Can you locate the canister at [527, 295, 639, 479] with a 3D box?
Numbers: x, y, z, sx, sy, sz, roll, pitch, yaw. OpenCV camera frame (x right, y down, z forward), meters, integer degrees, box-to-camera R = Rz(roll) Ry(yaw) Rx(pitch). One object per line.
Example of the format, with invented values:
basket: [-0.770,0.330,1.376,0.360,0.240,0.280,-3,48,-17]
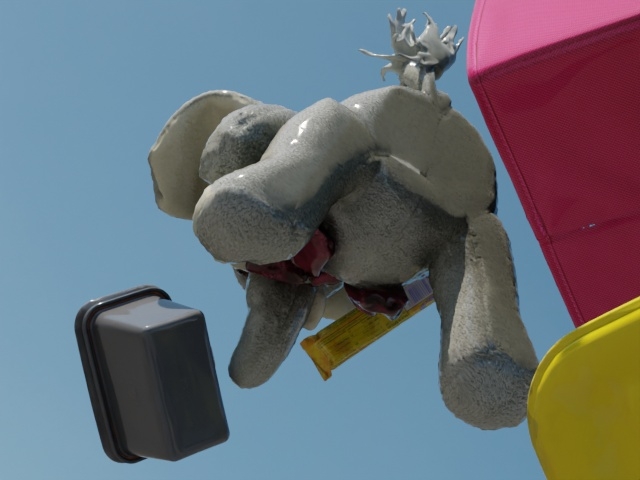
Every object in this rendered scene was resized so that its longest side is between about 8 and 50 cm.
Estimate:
canister: [0.140,0.028,0.368,0.126,0.170,0.073,-27,-98,28]

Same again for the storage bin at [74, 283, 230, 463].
storage bin: [-0.118,0.106,1.049,0.091,0.098,0.135,4,-72,56]

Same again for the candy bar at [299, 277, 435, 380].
candy bar: [0.055,0.060,1.134,0.040,0.161,0.018,59,15,13]

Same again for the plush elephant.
plush elephant: [0.000,0.000,1.048,0.272,0.330,0.255,29,-45,-19]

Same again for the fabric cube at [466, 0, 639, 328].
fabric cube: [0.273,-0.100,0.942,0.258,0.254,0.259,-18,-64,21]
